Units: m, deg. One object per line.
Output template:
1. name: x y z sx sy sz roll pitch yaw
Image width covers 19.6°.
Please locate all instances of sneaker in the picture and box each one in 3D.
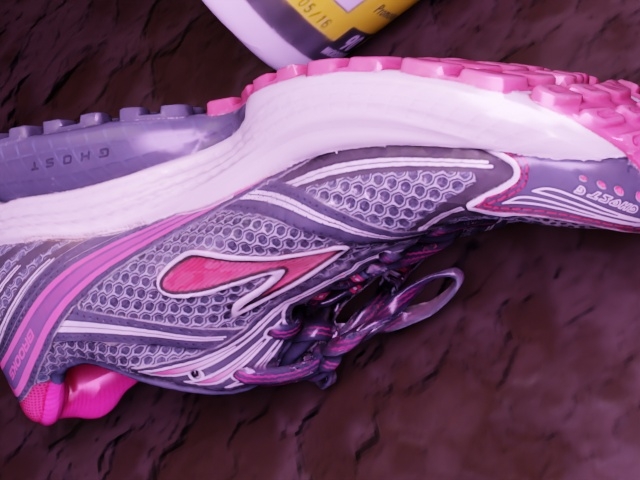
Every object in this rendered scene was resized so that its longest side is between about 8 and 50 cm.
1. sneaker: 0.000 0.000 0.674 0.299 0.121 0.112 -10 83 37

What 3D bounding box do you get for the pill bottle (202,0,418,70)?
1. pill bottle: 0.040 -0.169 0.744 0.208 0.119 0.119 -35 42 18
